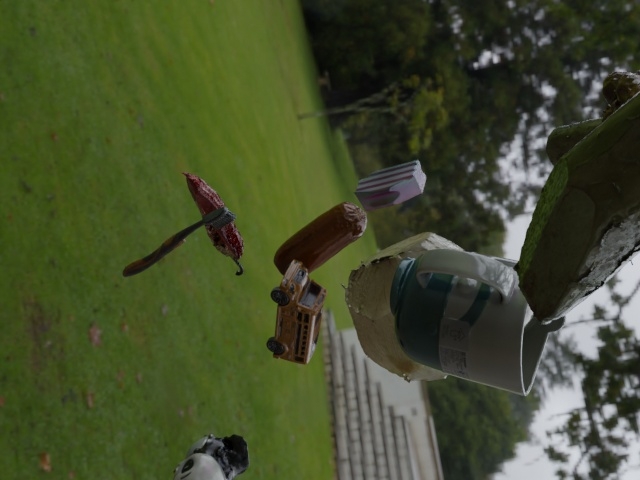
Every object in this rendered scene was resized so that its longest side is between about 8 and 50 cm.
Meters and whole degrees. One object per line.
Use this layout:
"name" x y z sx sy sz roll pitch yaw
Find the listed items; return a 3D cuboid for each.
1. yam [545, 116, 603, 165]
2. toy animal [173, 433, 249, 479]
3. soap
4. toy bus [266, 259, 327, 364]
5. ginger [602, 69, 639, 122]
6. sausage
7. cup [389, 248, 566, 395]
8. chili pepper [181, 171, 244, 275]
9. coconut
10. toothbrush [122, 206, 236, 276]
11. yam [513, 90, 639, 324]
"yam" 0.630 -0.230 2.074 0.194 0.107 0.107 -9 -88 63
"toy animal" -0.269 0.541 2.048 0.166 0.138 0.179 -58 170 34
"soap" 0.157 -0.122 2.006 0.056 0.149 0.100 63 28 -26
"toy bus" -0.040 0.131 1.585 0.083 0.088 0.194 -62 164 -47
"ginger" 0.664 -0.213 1.806 0.274 0.152 0.357 50 15 -5
"sausage" 0.000 0.000 1.596 0.076 0.198 0.076 42 26 -26
"cup" 0.257 0.112 1.475 0.219 0.258 0.289 -65 151 -25
"chili pepper" -0.178 -0.029 1.553 0.059 0.050 0.267 28 -29 42
"coconut" 0.253 0.179 2.191 0.346 0.346 0.360 -63 128 -82
"toothbrush" -0.242 0.007 1.438 0.031 0.321 0.023 37 50 -27
"yam" 0.244 -0.039 0.724 0.106 0.259 0.106 31 32 -22
